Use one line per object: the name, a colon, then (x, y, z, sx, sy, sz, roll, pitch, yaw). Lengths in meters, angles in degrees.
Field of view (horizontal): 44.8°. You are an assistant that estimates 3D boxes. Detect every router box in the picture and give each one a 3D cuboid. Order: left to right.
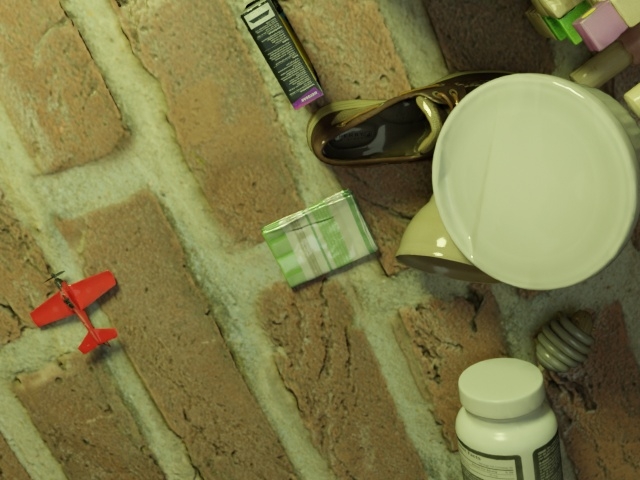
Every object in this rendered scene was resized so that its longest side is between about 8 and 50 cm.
router box: (-0.050, -0.252, 1.015, 0.046, 0.179, 0.133, -28, 110, 8)

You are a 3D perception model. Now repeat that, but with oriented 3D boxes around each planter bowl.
planter bowl: (0.201, -0.008, 1.145, 0.162, 0.162, 0.109, 16, 80, -10)

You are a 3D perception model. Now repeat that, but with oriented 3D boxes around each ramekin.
ramekin: (0.287, -0.081, 0.990, 0.127, 0.273, 0.272, -20, 118, -46)

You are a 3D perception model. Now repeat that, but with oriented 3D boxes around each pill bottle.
pill bottle: (0.306, 0.343, 1.259, 0.162, 0.162, 0.278, -11, 109, -1)

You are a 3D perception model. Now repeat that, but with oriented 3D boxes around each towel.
towel: (0.000, 0.000, 1.189, 0.152, 0.023, 0.113, -25, 108, 4)

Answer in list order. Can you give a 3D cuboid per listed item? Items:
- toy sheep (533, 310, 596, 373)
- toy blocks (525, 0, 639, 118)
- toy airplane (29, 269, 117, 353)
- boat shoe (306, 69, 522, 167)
toy sheep: (0.387, 0.166, 1.244, 0.091, 0.091, 0.132, 29, 104, -14)
toy blocks: (0.395, -0.354, 0.964, 0.260, 0.288, 0.309, -38, 105, 12)
toy airplane: (-0.370, 0.113, 1.194, 0.151, 0.028, 0.151, -1, 110, -3)
boat shoe: (0.153, -0.161, 1.092, 0.342, 0.123, 0.123, -8, 110, -2)
